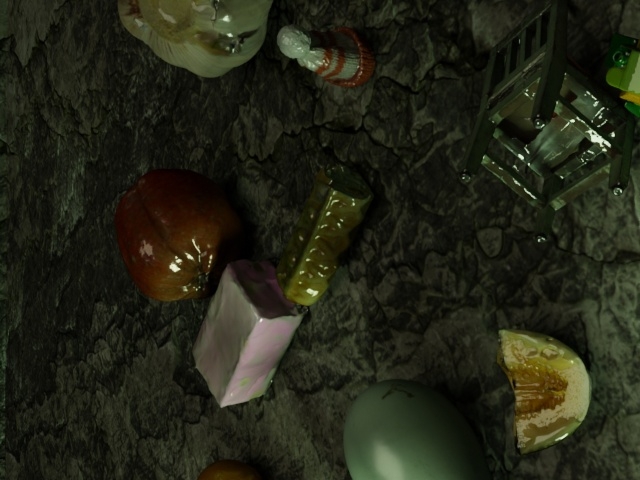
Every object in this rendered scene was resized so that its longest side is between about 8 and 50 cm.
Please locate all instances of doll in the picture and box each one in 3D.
[{"bbox_3d":[0.352,-0.174,0.860,0.134,0.186,0.106,22,114,18],"label":"doll"}]

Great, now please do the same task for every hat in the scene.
[{"bbox_3d":[-0.002,-0.293,1.310,0.112,0.162,0.094,22,108,45],"label":"hat"}]

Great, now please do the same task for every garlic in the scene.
[{"bbox_3d":[-0.225,-0.449,1.519,0.321,0.241,0.322,2,94,35],"label":"garlic"}]

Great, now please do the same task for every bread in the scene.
[{"bbox_3d":[-0.001,-0.001,1.405,0.087,0.098,0.270,-73,7,-56],"label":"bread"}]

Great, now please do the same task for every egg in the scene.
[{"bbox_3d":[0.139,0.317,1.181,0.264,0.182,0.183,55,134,26],"label":"egg"}]

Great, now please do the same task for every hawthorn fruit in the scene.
[{"bbox_3d":[-0.280,-0.008,1.647,0.261,0.258,0.258,33,124,13],"label":"hawthorn fruit"}]

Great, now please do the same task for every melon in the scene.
[{"bbox_3d":[0.289,0.185,1.067,0.128,0.079,0.160,-10,85,34],"label":"melon"}]

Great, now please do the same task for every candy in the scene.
[{"bbox_3d":[-0.142,0.175,1.589,0.155,0.115,0.265,52,134,32],"label":"candy"}]

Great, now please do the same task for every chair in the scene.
[{"bbox_3d":[0.280,-0.151,1.008,0.136,0.147,0.271,-40,19,44],"label":"chair"}]

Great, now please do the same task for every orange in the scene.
[{"bbox_3d":[-0.173,0.507,1.649,0.136,0.159,0.159,-25,69,8],"label":"orange"}]
